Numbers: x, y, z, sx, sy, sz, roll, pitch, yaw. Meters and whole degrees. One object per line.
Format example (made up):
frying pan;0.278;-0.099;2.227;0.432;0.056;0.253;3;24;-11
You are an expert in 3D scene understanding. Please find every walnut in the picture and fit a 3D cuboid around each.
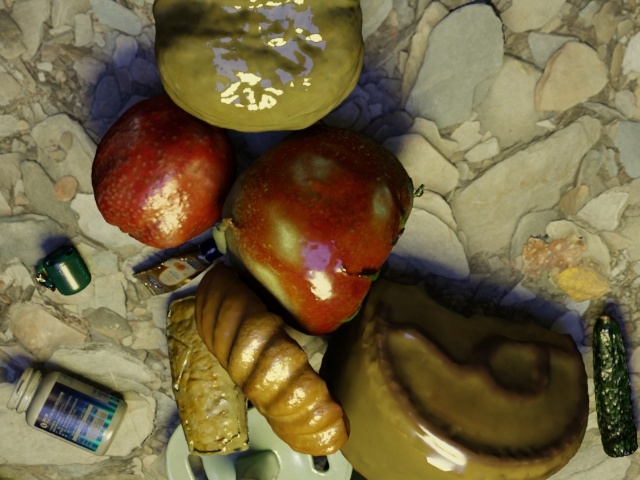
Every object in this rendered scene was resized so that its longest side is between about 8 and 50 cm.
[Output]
walnut;-0.077;-0.285;1.085;0.276;0.253;0.282;4;108;-6

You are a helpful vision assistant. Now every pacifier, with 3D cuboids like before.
pacifier;-0.121;0.392;1.444;0.343;0.269;0.288;-18;102;9

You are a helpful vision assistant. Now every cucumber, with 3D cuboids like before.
cucumber;0.498;0.242;1.438;0.067;0.067;0.293;-11;115;9

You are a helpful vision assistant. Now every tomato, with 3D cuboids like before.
tomato;-0.014;-0.023;1.201;0.239;0.303;0.303;32;115;0

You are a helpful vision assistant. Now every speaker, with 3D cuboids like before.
speaker;-0.431;0.050;1.407;0.094;0.060;0.075;2;125;43

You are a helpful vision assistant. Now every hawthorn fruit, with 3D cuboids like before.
hawthorn fruit;-0.214;-0.115;1.224;0.205;0.205;0.253;37;105;-15

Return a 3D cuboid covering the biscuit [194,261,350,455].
biscuit;-0.082;0.183;1.232;0.107;0.326;0.326;-35;113;-11

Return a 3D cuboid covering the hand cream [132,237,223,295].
hand cream;-0.233;0.045;1.396;0.163;0.039;0.062;-28;128;19

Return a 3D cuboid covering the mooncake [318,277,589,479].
mooncake;0.219;0.232;1.355;0.394;0.393;0.246;-16;150;-34

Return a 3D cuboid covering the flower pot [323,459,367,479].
flower pot;0.081;0.465;1.556;0.157;0.107;0.157;2;116;4

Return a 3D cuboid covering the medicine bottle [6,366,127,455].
medicine bottle;-0.451;0.300;1.501;0.191;0.107;0.107;27;116;-10

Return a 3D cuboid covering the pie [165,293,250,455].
pie;-0.187;0.211;1.389;0.128;0.068;0.282;-16;73;17
